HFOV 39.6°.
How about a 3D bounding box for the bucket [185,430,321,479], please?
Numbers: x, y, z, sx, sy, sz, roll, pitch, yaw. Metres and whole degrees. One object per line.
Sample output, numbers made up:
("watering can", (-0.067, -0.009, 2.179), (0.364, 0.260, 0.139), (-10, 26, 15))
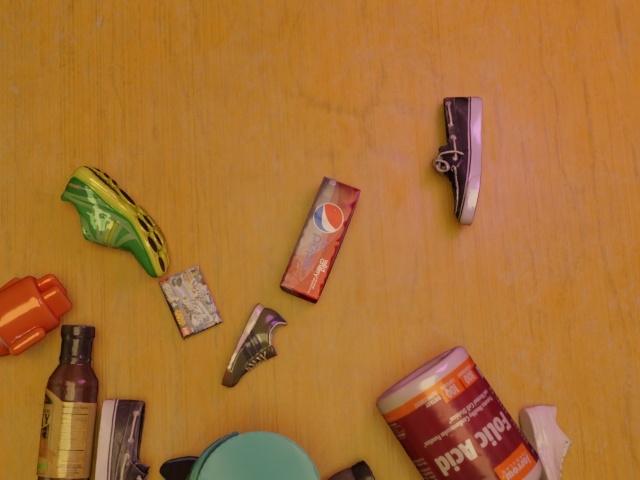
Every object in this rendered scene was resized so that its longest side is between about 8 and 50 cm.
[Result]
("bucket", (-0.131, 0.498, 1.706), (0.281, 0.183, 0.281), (4, 69, -11))

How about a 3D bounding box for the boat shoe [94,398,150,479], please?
("boat shoe", (-0.403, 0.478, 1.829), (0.102, 0.108, 0.301), (1, 73, -2))

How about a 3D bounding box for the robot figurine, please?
("robot figurine", (-0.634, 0.158, 1.854), (0.219, 0.128, 0.158), (-31, 86, -9))

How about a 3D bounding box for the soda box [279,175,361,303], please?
("soda box", (0.000, 0.000, 1.942), (0.092, 0.083, 0.263), (22, 80, 1))

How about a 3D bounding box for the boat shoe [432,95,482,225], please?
("boat shoe", (0.303, -0.182, 1.980), (0.105, 0.113, 0.306), (4, 77, 3))

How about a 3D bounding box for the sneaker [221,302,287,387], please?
("sneaker", (-0.136, 0.235, 1.901), (0.086, 0.064, 0.192), (23, 77, 5))

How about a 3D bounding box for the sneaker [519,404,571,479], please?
("sneaker", (0.499, 0.459, 1.906), (0.094, 0.080, 0.212), (-6, 79, -17))

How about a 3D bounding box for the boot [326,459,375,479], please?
("boot", (0.060, 0.646, 1.834), (0.223, 0.118, 0.338), (-24, 72, -4))

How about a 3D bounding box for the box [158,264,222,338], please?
("box", (-0.282, 0.134, 1.929), (0.094, 0.027, 0.137), (-23, 82, -9))

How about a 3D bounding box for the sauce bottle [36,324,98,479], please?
("sauce bottle", (-0.517, 0.347, 1.839), (0.111, 0.111, 0.344), (4, 78, -3))

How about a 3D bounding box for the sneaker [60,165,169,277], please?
("sneaker", (-0.440, -0.028, 1.922), (0.123, 0.109, 0.295), (-43, 87, 14))

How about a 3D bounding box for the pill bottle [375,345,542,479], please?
("pill bottle", (0.308, 0.435, 1.817), (0.224, 0.224, 0.392), (-33, 84, -8))

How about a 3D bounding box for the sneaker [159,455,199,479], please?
("sneaker", (-0.275, 0.612, 1.810), (0.140, 0.125, 0.340), (4, 70, 0))
